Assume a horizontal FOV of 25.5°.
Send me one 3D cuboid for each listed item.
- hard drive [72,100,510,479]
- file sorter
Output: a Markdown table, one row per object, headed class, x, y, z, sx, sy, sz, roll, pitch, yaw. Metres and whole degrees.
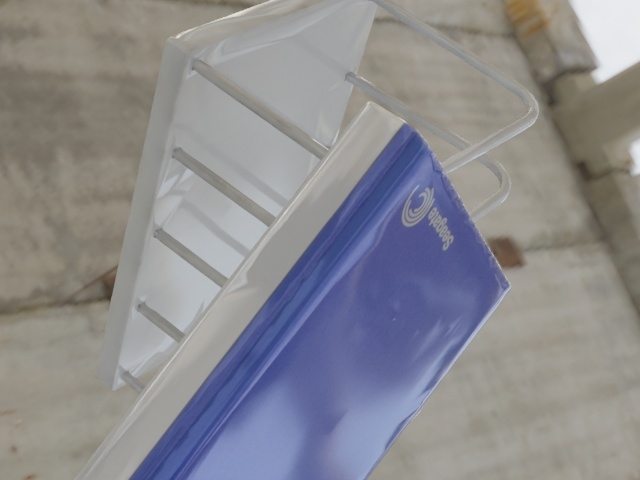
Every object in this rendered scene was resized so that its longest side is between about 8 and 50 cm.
| class | x | y | z | sx | sy | sz | roll | pitch | yaw |
| --- | --- | --- | --- | --- | --- | --- | --- | --- | --- |
| hard drive | -0.031 | 0.106 | 0.710 | 0.040 | 0.319 | 0.210 | 34 | 173 | 28 |
| file sorter | 0.000 | 0.000 | 0.925 | 0.173 | 0.278 | 0.193 | 35 | -140 | 23 |
